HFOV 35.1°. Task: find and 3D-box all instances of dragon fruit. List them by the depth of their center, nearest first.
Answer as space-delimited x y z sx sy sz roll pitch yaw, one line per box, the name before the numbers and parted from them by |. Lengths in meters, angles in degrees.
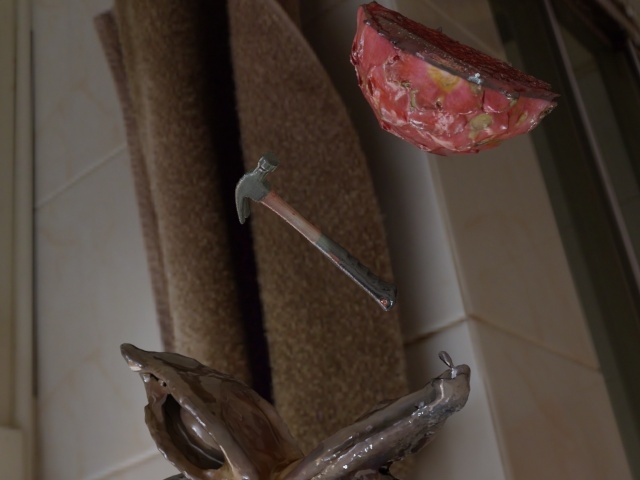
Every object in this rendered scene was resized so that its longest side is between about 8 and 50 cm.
dragon fruit | 0.137 -0.173 1.185 0.262 0.163 0.189 26 142 17

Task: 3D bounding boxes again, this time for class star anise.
star anise | -0.010 0.128 0.449 0.208 0.172 0.063 -2 -175 35

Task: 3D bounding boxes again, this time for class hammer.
hammer | 0.000 0.000 1.425 0.288 0.033 0.111 39 125 -11
